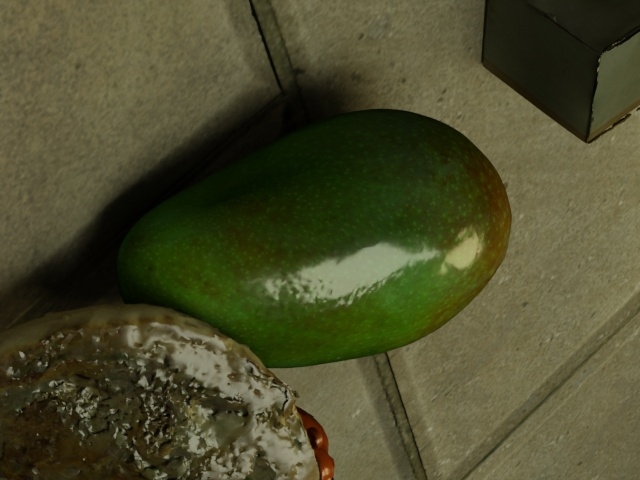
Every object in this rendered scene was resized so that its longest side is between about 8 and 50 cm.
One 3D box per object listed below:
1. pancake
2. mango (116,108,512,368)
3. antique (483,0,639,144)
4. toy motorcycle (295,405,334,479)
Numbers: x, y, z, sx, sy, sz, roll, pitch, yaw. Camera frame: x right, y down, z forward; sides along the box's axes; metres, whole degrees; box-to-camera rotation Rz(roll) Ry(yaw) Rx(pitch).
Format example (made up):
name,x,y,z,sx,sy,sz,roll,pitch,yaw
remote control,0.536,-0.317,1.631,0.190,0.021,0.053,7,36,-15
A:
name,x,y,z,sx,sy,sz,roll,pitch,yaw
pancake,-0.169,0.196,1.554,0.356,0.065,0.356,-1,124,-2
mango,0.000,0.000,1.607,0.382,0.201,0.225,-9,153,-32
antique,0.254,-0.196,1.770,0.146,0.152,0.148,-33,148,-26
toy motorcycle,-0.109,0.247,1.774,0.325,0.148,0.221,-22,129,-33
